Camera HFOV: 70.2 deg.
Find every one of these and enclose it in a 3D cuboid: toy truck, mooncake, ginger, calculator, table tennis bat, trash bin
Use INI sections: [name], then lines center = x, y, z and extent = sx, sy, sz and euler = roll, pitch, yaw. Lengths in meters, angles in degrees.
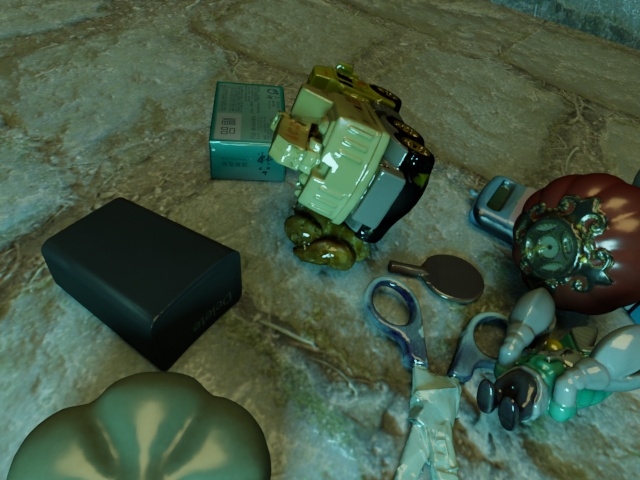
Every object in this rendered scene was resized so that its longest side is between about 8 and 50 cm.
[toy truck]
center = 0.039, -0.181, 0.809
extent = 0.254, 0.181, 0.405
euler = 24, 29, -17
[mooncake]
center = -0.171, 0.261, 0.443
extent = 0.275, 0.135, 0.275
euler = 6, 49, -7
[ginger]
center = 0.000, 0.000, 0.775
extent = 0.162, 0.073, 0.103
euler = 34, 46, 15
[calculator]
center = 0.432, -0.035, 0.904
extent = 0.293, 0.051, 0.173
euler = 31, 49, 19
[table tennis bat]
center = 0.210, 0.024, 0.756
extent = 0.170, 0.119, 0.107
euler = 10, 43, -3
[trash bin]
center = -0.254, 0.048, 0.656
extent = 0.225, 0.115, 0.165
euler = 26, 48, 20

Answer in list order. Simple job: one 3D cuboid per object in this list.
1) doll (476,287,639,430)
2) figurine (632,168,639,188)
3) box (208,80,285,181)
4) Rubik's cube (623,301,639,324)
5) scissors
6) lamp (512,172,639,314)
[doll]
center = 0.338, 0.163, 0.605
extent = 0.195, 0.153, 0.258
euler = 17, 28, 28
[figurine]
center = 0.769, -0.032, 0.844
extent = 0.205, 0.224, 0.382
euler = -22, 54, -24
[box]
center = -0.150, -0.235, 0.964
extent = 0.153, 0.092, 0.245
euler = 2, 45, -8
[Rubik's cube]
center = 0.620, 0.074, 0.762
extent = 0.154, 0.151, 0.155
euler = -2, 45, -14
[scissors]
center = 0.148, 0.220, 0.613
extent = 0.256, 0.029, 0.383
euler = 20, 48, 4
[lamp]
center = 0.424, 0.005, 0.727
extent = 0.227, 0.227, 0.227
euler = 5, 45, -5
